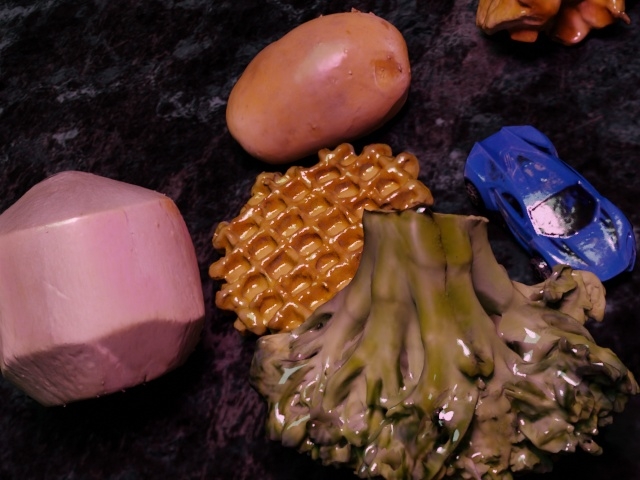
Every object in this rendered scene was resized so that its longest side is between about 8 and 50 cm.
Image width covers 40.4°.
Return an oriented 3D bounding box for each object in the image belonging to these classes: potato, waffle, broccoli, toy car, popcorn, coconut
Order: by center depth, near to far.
[{"bbox_3d":[0.089,0.072,0.703,0.288,0.246,0.248,-5,18,-11],"label":"broccoli"},{"bbox_3d":[0.222,-0.038,0.858,0.103,0.063,0.216,-30,47,-4],"label":"toy car"},{"bbox_3d":[-0.226,0.038,0.860,0.241,0.241,0.241,-12,49,14],"label":"coconut"},{"bbox_3d":[0.000,0.001,0.926,0.249,0.056,0.253,-13,47,13],"label":"waffle"},{"bbox_3d":[0.273,-0.343,1.007,0.191,0.190,0.254,9,60,39],"label":"popcorn"},{"bbox_3d":[-0.006,-0.184,1.034,0.233,0.146,0.150,-21,17,6],"label":"potato"}]
